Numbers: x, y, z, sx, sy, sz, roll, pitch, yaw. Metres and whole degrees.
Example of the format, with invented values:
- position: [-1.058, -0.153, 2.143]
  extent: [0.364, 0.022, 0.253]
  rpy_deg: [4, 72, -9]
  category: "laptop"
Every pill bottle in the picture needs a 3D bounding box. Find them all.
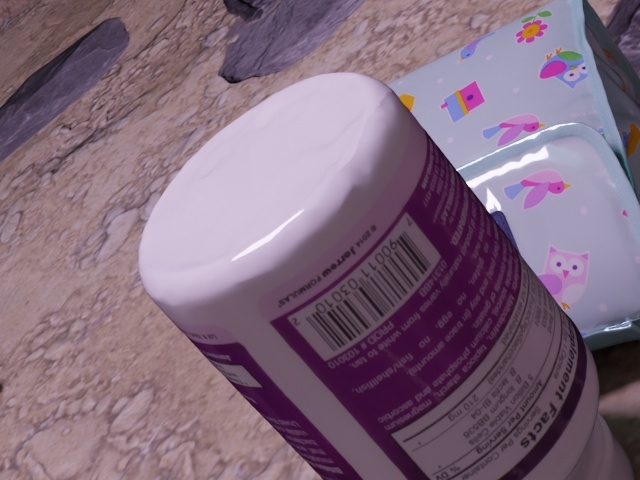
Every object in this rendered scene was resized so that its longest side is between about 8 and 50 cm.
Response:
- position: [0.051, 0.065, 0.801]
  extent: [0.169, 0.301, 0.169]
  rpy_deg: [-30, 29, 19]
  category: "pill bottle"

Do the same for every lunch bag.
- position: [0.130, -0.016, 0.992]
  extent: [0.223, 0.160, 0.262]
  rpy_deg: [-24, 42, 23]
  category: "lunch bag"
